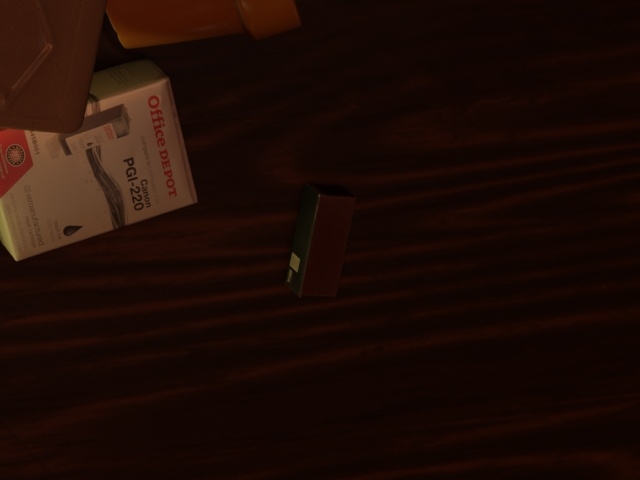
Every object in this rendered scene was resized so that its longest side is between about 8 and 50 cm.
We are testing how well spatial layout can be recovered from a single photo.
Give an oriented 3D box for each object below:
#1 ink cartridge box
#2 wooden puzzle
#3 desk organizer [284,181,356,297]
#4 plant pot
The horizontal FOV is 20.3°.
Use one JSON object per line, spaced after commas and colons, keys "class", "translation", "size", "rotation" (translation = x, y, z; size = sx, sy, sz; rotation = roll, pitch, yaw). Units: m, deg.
{"class": "ink cartridge box", "translation": [-0.260, -0.090, 1.960], "size": [0.218, 0.092, 0.158], "rotation": [-20, 117, -17]}
{"class": "wooden puzzle", "translation": [-0.348, -0.273, 1.704], "size": [0.348, 0.080, 0.322], "rotation": [1, 107, -43]}
{"class": "desk organizer", "translation": [0.000, 0.000, 2.132], "size": [0.050, 0.047, 0.130], "rotation": [3, 109, -27]}
{"class": "plant pot", "translation": [-0.140, -0.293, 1.884], "size": [0.188, 0.205, 0.205], "rotation": [-19, 117, 2]}
